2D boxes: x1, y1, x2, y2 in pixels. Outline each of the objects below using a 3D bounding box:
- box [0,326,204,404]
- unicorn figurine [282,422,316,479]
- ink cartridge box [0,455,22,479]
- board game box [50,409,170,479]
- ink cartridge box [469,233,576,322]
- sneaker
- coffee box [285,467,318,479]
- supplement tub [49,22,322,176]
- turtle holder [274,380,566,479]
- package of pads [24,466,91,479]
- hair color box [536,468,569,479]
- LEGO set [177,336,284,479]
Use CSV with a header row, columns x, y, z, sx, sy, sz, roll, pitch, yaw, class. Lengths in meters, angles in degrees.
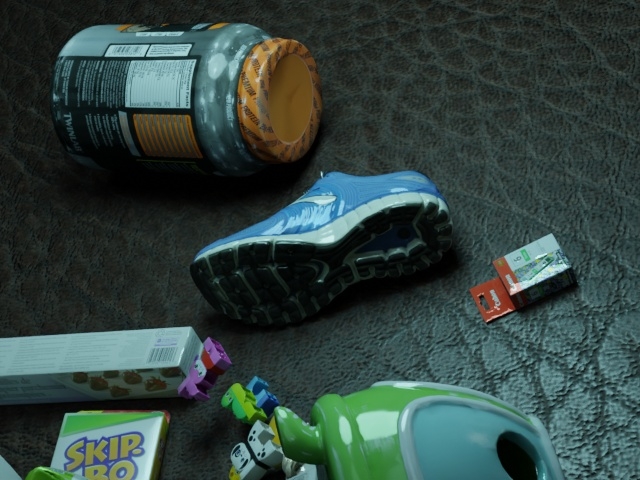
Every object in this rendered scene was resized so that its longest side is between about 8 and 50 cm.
x,y,z,sx,sy,sz,roll,pitch,yaw,class
-0.294,0.157,1.861,0.324,0.063,0.067,-6,45,23,box
0.010,0.270,1.570,0.060,0.162,0.111,-38,20,33,unicorn figurine
-0.459,0.343,1.679,0.172,0.100,0.237,-13,40,26,ink cartridge box
-0.251,0.286,1.708,0.124,0.039,0.259,-1,40,8,board game box
0.229,0.043,1.722,0.115,0.029,0.063,-25,42,3,ink cartridge box
0.000,0.000,1.839,0.330,0.130,0.147,-16,29,9,sneaker
-0.087,0.346,1.491,0.246,0.141,0.098,-25,8,5,coffee box
-0.181,-0.191,2.037,0.338,0.207,0.207,5,51,30,supplement tub
0.100,0.260,1.258,0.227,0.243,0.320,-11,33,-7,turtle holder
-0.298,0.373,1.489,0.101,0.229,0.296,24,80,-5,package of pads
0.122,0.380,1.387,0.185,0.113,0.374,26,65,42,hair color box
-0.089,0.218,1.674,0.093,0.087,0.227,-50,34,8,LEGO set
